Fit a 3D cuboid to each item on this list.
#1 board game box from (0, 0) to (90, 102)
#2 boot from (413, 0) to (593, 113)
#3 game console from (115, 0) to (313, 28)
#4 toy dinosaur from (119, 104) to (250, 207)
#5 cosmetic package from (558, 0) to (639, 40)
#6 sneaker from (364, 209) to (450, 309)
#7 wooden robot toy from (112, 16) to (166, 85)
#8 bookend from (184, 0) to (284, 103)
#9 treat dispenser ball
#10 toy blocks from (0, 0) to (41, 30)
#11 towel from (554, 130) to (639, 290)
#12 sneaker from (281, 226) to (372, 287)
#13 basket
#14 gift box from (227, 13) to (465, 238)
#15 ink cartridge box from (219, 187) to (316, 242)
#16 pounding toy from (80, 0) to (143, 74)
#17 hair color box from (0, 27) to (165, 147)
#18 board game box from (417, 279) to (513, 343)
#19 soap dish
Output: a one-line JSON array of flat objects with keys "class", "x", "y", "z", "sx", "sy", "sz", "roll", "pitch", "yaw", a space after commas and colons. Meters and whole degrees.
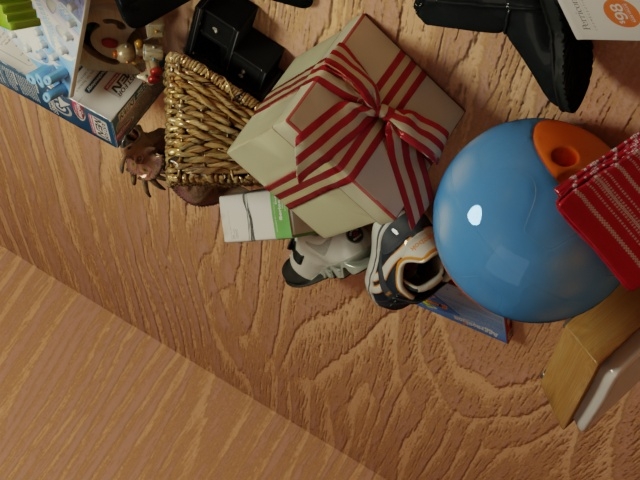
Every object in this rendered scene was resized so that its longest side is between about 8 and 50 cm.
[{"class": "board game box", "x": -0.525, "y": -0.468, "z": 2.089, "sx": 0.390, "sy": 0.050, "sz": 0.390, "roll": 47, "pitch": 148, "yaw": 13}, {"class": "boot", "x": 0.231, "y": -0.281, "z": 1.626, "sx": 0.207, "sy": 0.094, "sz": 0.246, "roll": 13, "pitch": 142, "yaw": 33}, {"class": "game console", "x": -0.176, "y": -0.417, "z": 1.819, "sx": 0.173, "sy": 0.250, "sz": 0.293, "roll": 52, "pitch": 168, "yaw": 33}, {"class": "toy dinosaur", "x": -0.258, "y": -0.134, "z": 2.411, "sx": 0.295, "sy": 0.200, "sz": 0.127, "roll": 44, "pitch": 155, "yaw": -23}, {"class": "cosmetic package", "x": 0.337, "y": -0.371, "z": 1.325, "sx": 0.284, "sy": 0.097, "sz": 0.377, "roll": 12, "pitch": 149, "yaw": 46}, {"class": "sneaker", "x": 0.158, "y": 0.063, "z": 2.259, "sx": 0.127, "sy": 0.126, "sz": 0.321, "roll": 50, "pitch": 166, "yaw": 25}, {"class": "wooden robot toy", "x": -0.308, "y": -0.310, "z": 2.139, "sx": 0.079, "sy": 0.076, "sz": 0.173, "roll": -3, "pitch": 157, "yaw": -17}, {"class": "bookend", "x": -0.128, "y": -0.319, "z": 2.050, "sx": 0.157, "sy": 0.072, "sz": 0.156, "roll": 34, "pitch": 156, "yaw": 0}, {"class": "treat dispenser ball", "x": 0.301, "y": -0.028, "z": 1.780, "sx": 0.288, "sy": 0.288, "sz": 0.288, "roll": 28, "pitch": 156, "yaw": 14}, {"class": "toy blocks", "x": -0.562, "y": -0.475, "z": 1.944, "sx": 0.381, "sy": 0.190, "sz": 0.261, "roll": 27, "pitch": 126, "yaw": 51}, {"class": "towel", "x": 0.452, "y": -0.067, "z": 1.600, "sx": 0.199, "sy": 0.275, "sz": 0.031, "roll": 47, "pitch": -163, "yaw": -28}, {"class": "sneaker", "x": 0.000, "y": 0.000, "z": 2.469, "sx": 0.146, "sy": 0.122, "sz": 0.330, "roll": 57, "pitch": 152, "yaw": -7}, {"class": "basket", "x": -0.162, "y": -0.203, "z": 2.183, "sx": 0.213, "sy": 0.223, "sz": 0.299, "roll": 0, "pitch": 180, "yaw": -8}, {"class": "gift box", "x": 0.041, "y": -0.147, "z": 1.923, "sx": 0.255, "sy": 0.276, "sz": 0.258, "roll": 36, "pitch": 156, "yaw": -18}, {"class": "ink cartridge box", "x": -0.057, "y": -0.053, "z": 2.282, "sx": 0.219, "sy": 0.160, "sz": 0.093, "roll": -3, "pitch": 97, "yaw": 52}, {"class": "pounding toy", "x": -0.363, "y": -0.413, "z": 2.182, "sx": 0.154, "sy": 0.155, "sz": 0.269, "roll": -3, "pitch": 157, "yaw": 10}, {"class": "hair color box", "x": -0.473, "y": -0.331, "z": 2.346, "sx": 0.347, "sy": 0.174, "sz": 0.105, "roll": 29, "pitch": 157, "yaw": 12}, {"class": "board game box", "x": 0.235, "y": 0.101, "z": 2.439, "sx": 0.281, "sy": 0.027, "sz": 0.145, "roll": 23, "pitch": 152, "yaw": 25}, {"class": "soap dish", "x": 0.469, "y": 0.163, "z": 2.029, "sx": 0.118, "sy": 0.229, "sz": 0.291, "roll": 44, "pitch": 160, "yaw": 20}]
